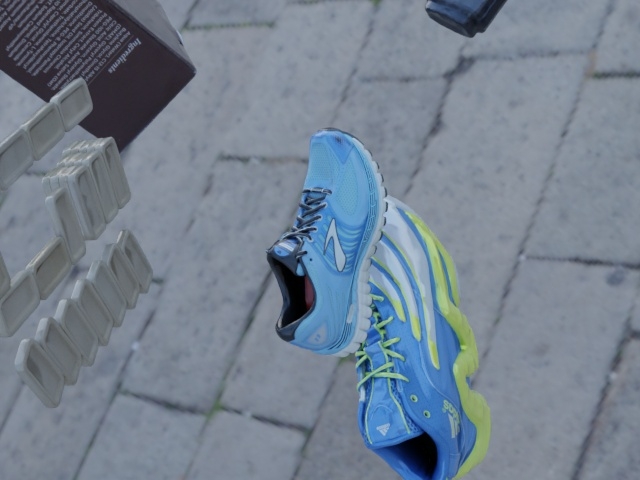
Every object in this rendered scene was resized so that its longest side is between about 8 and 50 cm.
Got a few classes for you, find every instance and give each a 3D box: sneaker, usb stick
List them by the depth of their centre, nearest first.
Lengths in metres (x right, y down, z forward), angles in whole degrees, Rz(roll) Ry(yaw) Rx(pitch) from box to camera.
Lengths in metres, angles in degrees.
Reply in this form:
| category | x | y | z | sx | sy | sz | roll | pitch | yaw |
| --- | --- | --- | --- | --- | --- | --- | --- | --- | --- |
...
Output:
| category | x | y | z | sx | sy | sz | roll | pitch | yaw |
| --- | --- | --- | --- | --- | --- | --- | --- | --- | --- |
| sneaker | 0.000 | 0.000 | 0.963 | 0.063 | 0.073 | 0.162 | -3 | 83 | 54 |
| sneaker | 0.065 | 0.084 | 1.042 | 0.091 | 0.240 | 0.126 | -20 | 13 | 24 |
| usb stick | 0.203 | -0.322 | 1.343 | 0.077 | 0.045 | 0.278 | 32 | 84 | 31 |

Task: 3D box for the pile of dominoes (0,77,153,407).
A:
| category | x | y | z | sx | sy | sz | roll | pitch | yaw |
| --- | --- | --- | --- | --- | --- | --- | --- | --- | --- |
| pile of dominoes | -0.211 | 0.001 | 1.062 | 0.040 | 0.196 | 0.251 | -7 | 23 | 18 |

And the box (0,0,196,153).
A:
| category | x | y | z | sx | sy | sz | roll | pitch | yaw |
| --- | --- | --- | --- | --- | --- | --- | --- | --- | --- |
| box | -0.323 | -0.276 | 1.439 | 0.143 | 0.381 | 0.191 | -46 | 36 | 12 |
